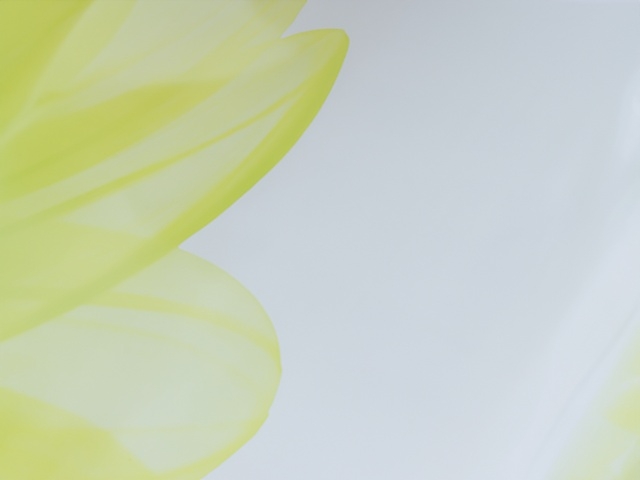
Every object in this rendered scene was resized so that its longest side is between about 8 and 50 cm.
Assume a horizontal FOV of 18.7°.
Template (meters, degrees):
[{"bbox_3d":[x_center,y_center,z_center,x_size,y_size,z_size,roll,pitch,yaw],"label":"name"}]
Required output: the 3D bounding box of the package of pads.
[{"bbox_3d":[0.014,-0.016,0.450,0.229,0.101,0.296,19,60,34],"label":"package of pads"}]
